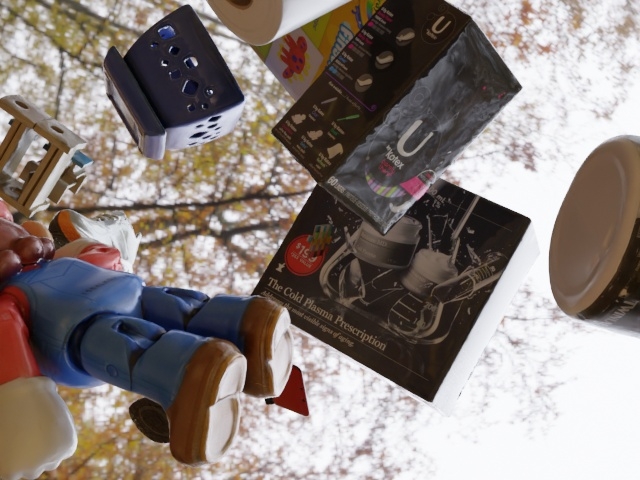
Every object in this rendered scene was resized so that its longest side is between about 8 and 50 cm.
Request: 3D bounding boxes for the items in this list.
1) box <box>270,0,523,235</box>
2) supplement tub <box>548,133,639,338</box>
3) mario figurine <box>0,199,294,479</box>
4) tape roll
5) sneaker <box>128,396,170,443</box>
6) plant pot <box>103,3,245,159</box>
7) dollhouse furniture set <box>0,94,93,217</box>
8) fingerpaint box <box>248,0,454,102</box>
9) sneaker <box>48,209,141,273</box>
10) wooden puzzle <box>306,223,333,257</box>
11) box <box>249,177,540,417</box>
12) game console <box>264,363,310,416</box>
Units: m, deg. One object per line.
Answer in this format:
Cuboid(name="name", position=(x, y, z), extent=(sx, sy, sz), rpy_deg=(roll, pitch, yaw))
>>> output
Cuboid(name="box", position=(0.099, -0.170, 1.097), extent=(0.270, 0.165, 0.143), rpy_deg=(-48, -132, 7))
Cuboid(name="supplement tub", position=(0.409, 0.023, 0.843), extent=(0.193, 0.316, 0.194), rpy_deg=(-165, -90, -83))
Cuboid(name="mario figurine", position=(-0.185, 0.075, 0.624), extent=(0.320, 0.198, 0.170), rpy_deg=(17, -97, 21))
Cuboid(name="tape roll", position=(-0.068, -0.427, 1.216), extent=(0.246, 0.169, 0.246), rpy_deg=(41, -28, 28))
Cuboid(name="sneaker", position=(-0.264, 0.315, 1.692), extent=(0.286, 0.130, 0.109), rpy_deg=(-26, -82, 31))
Cuboid(name="plant pot", position=(-0.310, -0.306, 1.733), extent=(0.236, 0.212, 0.236), rpy_deg=(60, -16, 2))
Cuboid(name="dollhouse furniture set", position=(-0.433, -0.141, 1.306), extent=(0.129, 0.184, 0.129), rpy_deg=(36, -74, -3))
Cuboid(name="fingerpaint box", position=(0.029, -0.445, 1.552), extent=(0.371, 0.163, 0.445), rpy_deg=(52, -27, 13))
Cuboid(name="sneaker", position=(-0.433, -0.019, 1.648), extent=(0.099, 0.262, 0.121), rpy_deg=(13, -108, 17))
Cuboid(name="wooden puzzle", position=(0.000, 0.000, 1.256), extent=(0.006, 0.083, 0.049), rpy_deg=(21, -76, 24))
Cuboid(name="box", position=(0.121, 0.055, 1.355), extent=(0.343, 0.179, 0.313), rpy_deg=(27, -99, 25))
Cuboid(name="game console", position=(-0.069, 0.234, 1.539), extent=(0.085, 0.144, 0.124), rpy_deg=(-6, -138, 2))
